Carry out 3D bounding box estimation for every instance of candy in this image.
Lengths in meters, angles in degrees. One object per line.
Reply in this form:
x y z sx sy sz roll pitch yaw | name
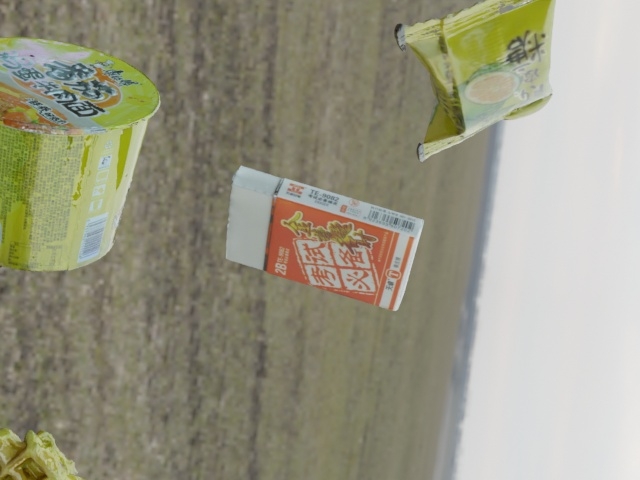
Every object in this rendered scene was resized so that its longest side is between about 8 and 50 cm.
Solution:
0.182 -0.188 1.363 0.297 0.187 0.081 64 5 -67 | candy

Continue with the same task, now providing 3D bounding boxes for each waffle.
-0.365 0.331 1.431 0.229 0.219 0.057 -39 -178 25 | waffle

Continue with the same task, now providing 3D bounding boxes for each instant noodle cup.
-0.329 -0.099 1.407 0.264 0.265 0.200 -68 172 -61 | instant noodle cup

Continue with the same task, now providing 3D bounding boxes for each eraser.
0.000 0.000 1.466 0.157 0.230 0.038 100 9 -53 | eraser
